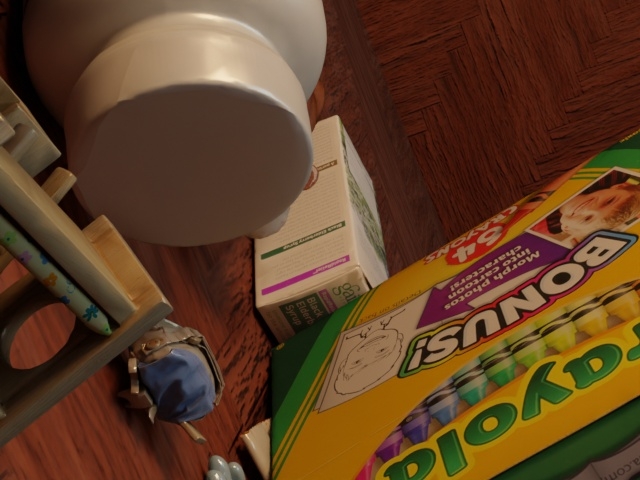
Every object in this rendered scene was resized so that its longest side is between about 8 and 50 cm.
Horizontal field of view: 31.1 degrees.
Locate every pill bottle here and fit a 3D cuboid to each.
[{"bbox_3d":[-0.087,-0.151,0.668,0.169,0.169,0.302,56,18,-51],"label":"pill bottle"}]

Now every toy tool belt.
[{"bbox_3d":[-0.083,0.069,0.608,0.083,0.052,0.051,60,7,-40],"label":"toy tool belt"}]

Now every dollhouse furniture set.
[{"bbox_3d":[-0.164,-0.037,0.392,0.161,0.101,0.182,47,-7,42],"label":"dollhouse furniture set"}]

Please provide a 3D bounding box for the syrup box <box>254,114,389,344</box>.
[{"bbox_3d":[0.000,0.000,1.009,0.237,0.096,0.093,-94,159,-53],"label":"syrup box"}]

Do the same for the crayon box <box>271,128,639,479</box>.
[{"bbox_3d":[0.142,0.083,0.750,0.106,0.363,0.313,56,9,-17],"label":"crayon box"}]

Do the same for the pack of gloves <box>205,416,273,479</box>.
[{"bbox_3d":[-0.013,0.234,0.723,0.232,0.046,0.195,60,9,6],"label":"pack of gloves"}]

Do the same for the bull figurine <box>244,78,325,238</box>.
[{"bbox_3d":[-0.067,-0.114,0.877,0.310,0.101,0.188,-68,135,-73],"label":"bull figurine"}]
